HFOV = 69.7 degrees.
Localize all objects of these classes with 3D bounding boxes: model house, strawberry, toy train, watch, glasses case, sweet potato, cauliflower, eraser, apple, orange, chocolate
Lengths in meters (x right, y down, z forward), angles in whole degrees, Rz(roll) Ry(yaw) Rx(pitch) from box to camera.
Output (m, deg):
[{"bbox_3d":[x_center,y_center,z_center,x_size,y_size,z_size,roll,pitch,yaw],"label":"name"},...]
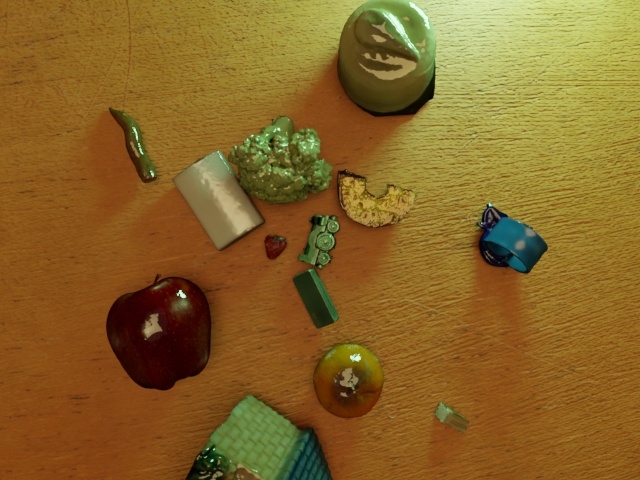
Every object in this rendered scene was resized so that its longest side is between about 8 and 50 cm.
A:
[{"bbox_3d":[-0.183,0.750,1.250,0.400,0.395,0.445,29,96,6],"label":"model house"},{"bbox_3d":[-0.144,0.022,1.458,0.073,0.073,0.083,9,101,-2],"label":"strawberry"},{"bbox_3d":[0.000,0.000,1.465,0.104,0.071,0.178,15,88,9],"label":"toy train"},{"bbox_3d":[0.589,0.002,1.425,0.196,0.200,0.171,30,90,-5],"label":"watch"},{"bbox_3d":[-0.015,0.182,1.453,0.078,0.039,0.184,-27,89,29],"label":"glasses case"},{"bbox_3d":[-0.589,-0.313,1.454,0.059,0.067,0.281,-18,82,-40],"label":"sweet potato"},{"bbox_3d":[-0.112,-0.248,1.372,0.327,0.260,0.281,6,90,-37],"label":"cauliflower"},{"bbox_3d":[-0.316,-0.124,1.440,0.174,0.095,0.270,-33,88,3],"label":"eraser"},{"bbox_3d":[-0.458,0.259,1.335,0.288,0.288,0.317,-14,96,-3],"label":"apple"},{"bbox_3d":[0.087,0.429,1.399,0.224,0.170,0.224,0,88,-1],"label":"orange"},{"bbox_3d":[0.215,-0.560,1.386,0.326,0.297,0.314,-2,93,-3],"label":"chocolate"}]

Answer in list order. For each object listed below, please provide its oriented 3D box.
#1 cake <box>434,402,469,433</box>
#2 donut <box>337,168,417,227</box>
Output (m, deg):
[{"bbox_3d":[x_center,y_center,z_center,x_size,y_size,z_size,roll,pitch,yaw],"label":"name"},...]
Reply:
[{"bbox_3d":[0.427,0.572,1.480,0.121,0.065,0.052,34,86,-24],"label":"cake"},{"bbox_3d":[0.157,-0.116,1.458,0.259,0.101,0.152,17,88,-3],"label":"donut"}]
